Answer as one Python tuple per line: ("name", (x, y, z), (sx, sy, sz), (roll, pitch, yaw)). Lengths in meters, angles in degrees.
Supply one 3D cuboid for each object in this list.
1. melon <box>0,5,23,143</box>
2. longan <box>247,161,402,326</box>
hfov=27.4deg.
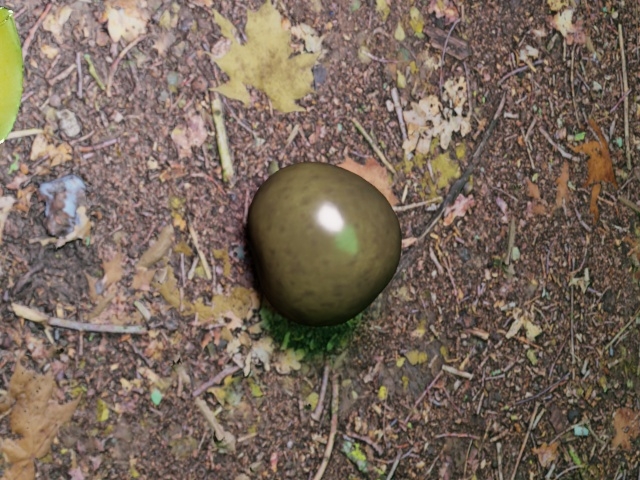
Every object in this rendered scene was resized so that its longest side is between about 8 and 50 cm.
("melon", (-0.498, -0.175, 1.666), (0.265, 0.129, 0.169), (-46, 137, -31))
("longan", (0.000, 0.000, 1.967), (0.246, 0.215, 0.246), (-1, 77, 3))
